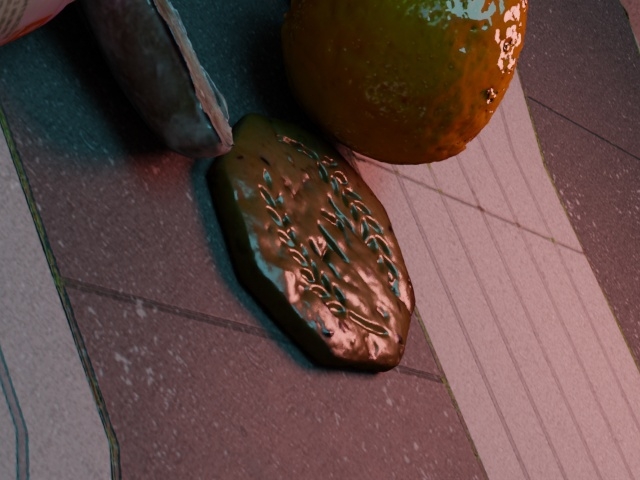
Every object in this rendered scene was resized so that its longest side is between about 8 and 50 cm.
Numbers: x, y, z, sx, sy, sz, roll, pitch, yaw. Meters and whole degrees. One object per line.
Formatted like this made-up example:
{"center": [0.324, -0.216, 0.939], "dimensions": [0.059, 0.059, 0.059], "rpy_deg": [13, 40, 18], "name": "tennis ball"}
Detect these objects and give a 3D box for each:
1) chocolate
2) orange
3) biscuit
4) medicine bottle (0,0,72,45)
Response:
{"center": [-0.194, -0.218, 1.640], "dimensions": [0.303, 0.100, 0.185], "rpy_deg": [60, 2, -4], "name": "chocolate"}
{"center": [0.100, -0.268, 1.932], "dimensions": [0.293, 0.340, 0.340], "rpy_deg": [17, 40, -10], "name": "orange"}
{"center": [0.001, -0.001, 1.811], "dimensions": [0.359, 0.046, 0.359], "rpy_deg": [39, 34, -33], "name": "biscuit"}
{"center": [-0.337, -0.279, 1.367], "dimensions": [0.219, 0.219, 0.388], "rpy_deg": [54, 28, -7], "name": "medicine bottle"}
